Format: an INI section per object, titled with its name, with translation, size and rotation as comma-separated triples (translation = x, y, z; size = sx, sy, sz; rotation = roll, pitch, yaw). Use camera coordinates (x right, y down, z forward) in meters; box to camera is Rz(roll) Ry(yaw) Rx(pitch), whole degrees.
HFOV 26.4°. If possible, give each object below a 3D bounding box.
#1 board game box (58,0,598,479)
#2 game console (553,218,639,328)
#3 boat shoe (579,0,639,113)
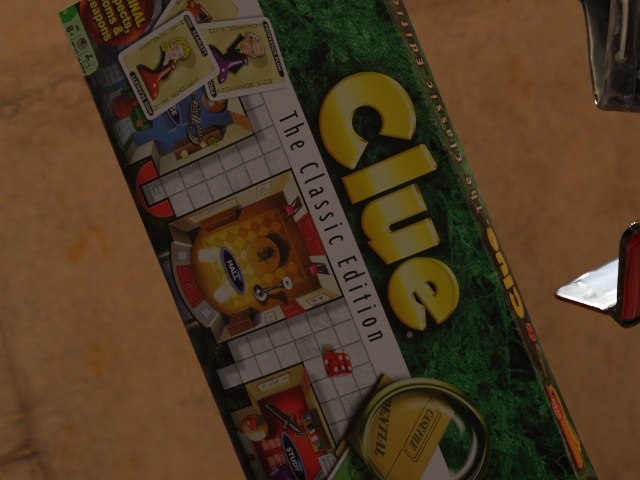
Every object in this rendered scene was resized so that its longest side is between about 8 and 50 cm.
[board game box]
translation = 0.000, 0.000, 0.549
size = 0.260, 0.136, 0.030
rotation = 67, -160, 0
[game console]
translation = 0.233, -0.011, 0.900
size = 0.144, 0.085, 0.124
rotation = -26, -43, -17
[boat shoe]
translation = 0.290, -0.274, 1.316
size = 0.119, 0.121, 0.335
rotation = -2, -117, -7
